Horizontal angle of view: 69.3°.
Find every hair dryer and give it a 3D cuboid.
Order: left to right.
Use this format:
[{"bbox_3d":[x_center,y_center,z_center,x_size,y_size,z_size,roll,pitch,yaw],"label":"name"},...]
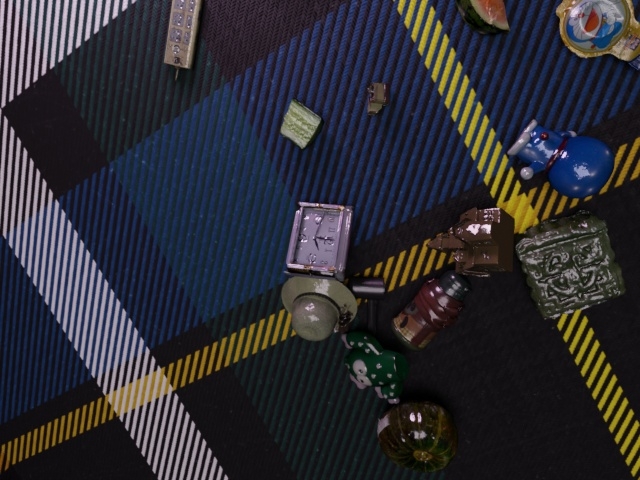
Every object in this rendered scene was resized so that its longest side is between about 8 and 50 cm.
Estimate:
[{"bbox_3d":[0.150,0.232,1.497,0.114,0.071,0.248,2,112,11],"label":"hair dryer"}]

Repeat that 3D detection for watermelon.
[{"bbox_3d":[0.423,-0.654,1.227,0.119,0.063,0.245,-21,93,-3],"label":"watermelon"}]

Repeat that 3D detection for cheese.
[{"bbox_3d":[0.732,-0.540,1.177,0.270,0.069,0.177,34,107,2],"label":"cheese"}]

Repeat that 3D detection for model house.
[{"bbox_3d":[0.169,-0.408,1.342,0.058,0.057,0.084,1,84,-15],"label":"model house"},{"bbox_3d":[0.403,0.002,1.331,0.247,0.176,0.181,-7,67,42],"label":"model house"}]

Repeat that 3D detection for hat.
[{"bbox_3d":[-0.020,0.236,1.441,0.256,0.130,0.257,10,132,11],"label":"hat"}]

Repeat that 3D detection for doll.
[{"bbox_3d":[0.634,-0.213,1.234,0.256,0.161,0.215,35,77,16],"label":"doll"}]

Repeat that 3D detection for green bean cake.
[{"bbox_3d":[0.690,0.065,1.303,0.240,0.132,0.255,-19,99,19],"label":"green bean cake"}]

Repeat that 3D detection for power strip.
[{"bbox_3d":[-0.422,-0.627,1.420,0.092,0.034,0.268,16,106,7],"label":"power strip"}]

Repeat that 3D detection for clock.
[{"bbox_3d":[0.000,0.000,1.414,0.186,0.083,0.254,6,67,11],"label":"clock"}]

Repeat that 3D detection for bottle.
[{"bbox_3d":[0.342,0.202,1.405,0.271,0.143,0.156,-52,50,20],"label":"bottle"}]

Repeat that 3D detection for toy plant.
[{"bbox_3d":[0.167,0.402,1.482,0.243,0.112,0.233,19,124,35],"label":"toy plant"}]

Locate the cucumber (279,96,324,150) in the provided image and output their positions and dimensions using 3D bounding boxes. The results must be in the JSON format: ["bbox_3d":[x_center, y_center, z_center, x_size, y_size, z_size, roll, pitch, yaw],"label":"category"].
[{"bbox_3d":[-0.057,-0.350,1.395,0.115,0.062,0.117,36,115,4],"label":"cucumber"}]

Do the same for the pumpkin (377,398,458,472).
[{"bbox_3d":[0.317,0.611,1.487,0.259,0.189,0.261,4,129,5],"label":"pumpkin"}]
